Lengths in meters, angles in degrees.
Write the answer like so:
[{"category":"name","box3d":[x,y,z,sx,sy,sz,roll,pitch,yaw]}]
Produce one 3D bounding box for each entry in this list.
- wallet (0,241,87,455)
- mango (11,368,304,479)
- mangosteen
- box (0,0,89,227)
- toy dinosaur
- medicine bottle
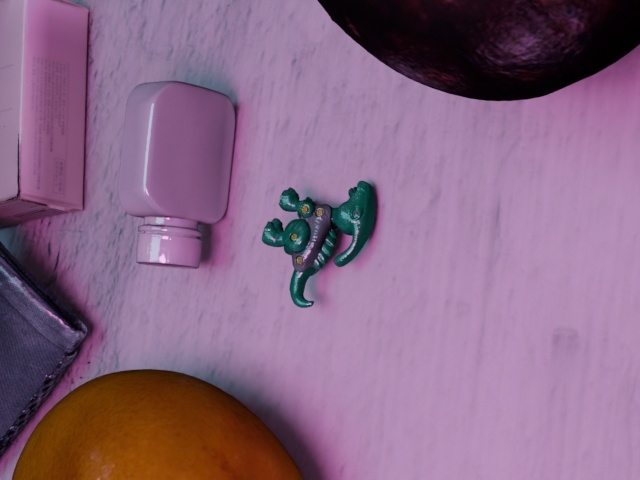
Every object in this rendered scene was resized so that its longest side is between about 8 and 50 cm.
[{"category":"wallet","box3d":[-0.425,0.140,1.758,0.237,0.075,0.342,44,117,11]},{"category":"mango","box3d":[-0.164,0.252,1.430,0.378,0.221,0.264,10,85,50]},{"category":"mangosteen","box3d":[0.100,-0.306,1.148,0.382,0.435,0.382,-39,44,51]},{"category":"box","box3d":[-0.375,-0.145,1.787,0.203,0.106,0.252,-11,75,42]},{"category":"toy dinosaur","box3d":[0.000,0.000,1.441,0.096,0.059,0.132,18,86,38]},{"category":"medicine bottle","box3d":[-0.146,-0.065,1.545,0.069,0.119,0.183,-1,83,40]}]
